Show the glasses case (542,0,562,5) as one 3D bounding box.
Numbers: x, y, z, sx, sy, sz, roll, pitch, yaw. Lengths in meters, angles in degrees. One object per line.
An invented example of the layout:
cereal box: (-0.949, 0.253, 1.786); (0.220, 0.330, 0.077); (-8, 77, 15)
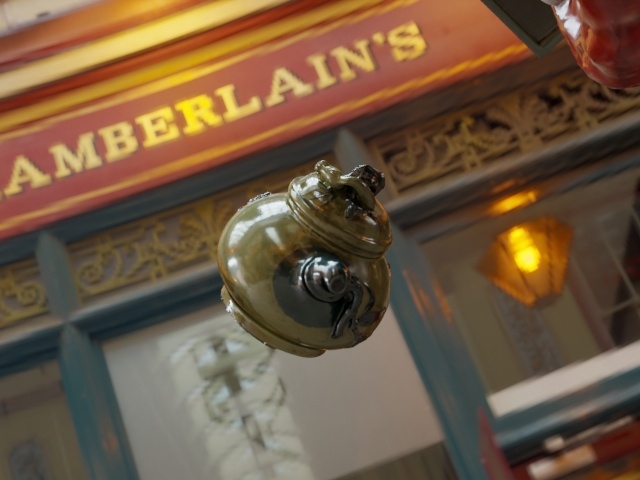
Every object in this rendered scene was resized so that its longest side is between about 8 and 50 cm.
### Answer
glasses case: (0.117, -0.174, 0.776); (0.021, 0.083, 0.032); (-41, -6, 25)

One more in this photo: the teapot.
teapot: (0.000, 0.000, 1.245); (0.173, 0.269, 0.182); (28, -69, -12)

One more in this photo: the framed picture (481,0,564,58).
framed picture: (0.269, -0.367, 1.360); (0.232, 0.024, 0.315); (41, -65, -20)

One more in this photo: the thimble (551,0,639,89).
thimble: (0.260, -0.295, 0.970); (0.231, 0.350, 0.350); (-17, -30, 5)
